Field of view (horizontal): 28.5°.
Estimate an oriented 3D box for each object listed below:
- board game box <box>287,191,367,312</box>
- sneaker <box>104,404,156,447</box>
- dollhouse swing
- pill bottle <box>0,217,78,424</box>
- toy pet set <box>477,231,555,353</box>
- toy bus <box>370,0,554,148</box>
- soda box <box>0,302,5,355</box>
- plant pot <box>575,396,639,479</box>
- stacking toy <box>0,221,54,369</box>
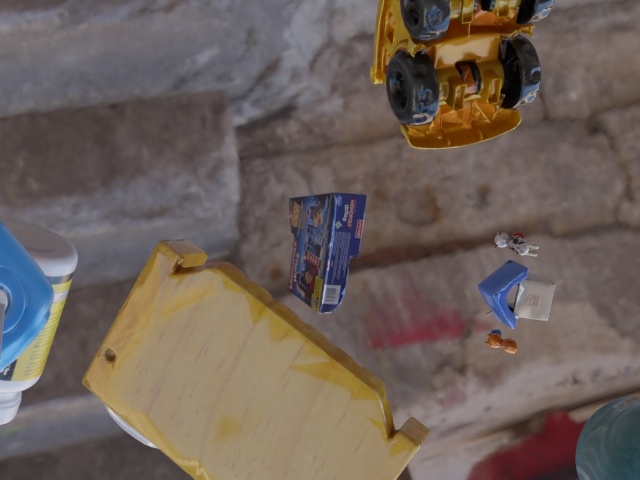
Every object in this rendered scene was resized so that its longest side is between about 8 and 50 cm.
[{"bbox_3d":[0.000,0.000,2.032,0.060,0.194,0.194,4,-168,-21],"label":"board game box"},{"bbox_3d":[-0.170,0.257,1.876,0.296,0.104,0.147,25,139,-10],"label":"sneaker"},{"bbox_3d":[-0.037,0.159,1.483,0.315,0.347,0.305,-58,169,29],"label":"dollhouse swing"},{"bbox_3d":[-0.559,0.145,2.212,0.188,0.188,0.334,3,112,-47],"label":"pill bottle"},{"bbox_3d":[0.180,0.055,1.264,0.065,0.122,0.114,8,-171,-16],"label":"toy pet set"},{"bbox_3d":[0.125,-0.238,1.305,0.149,0.211,0.220,-11,131,-19],"label":"toy bus"},{"bbox_3d":[-0.427,0.079,1.248,0.216,0.074,0.069,20,146,-36],"label":"soda box"},{"bbox_3d":[0.516,0.344,1.864,0.271,0.272,0.255,-12,-170,-17],"label":"plant pot"},{"bbox_3d":[-0.528,0.079,1.737,0.302,0.166,0.175,0,-138,43],"label":"stacking toy"}]
